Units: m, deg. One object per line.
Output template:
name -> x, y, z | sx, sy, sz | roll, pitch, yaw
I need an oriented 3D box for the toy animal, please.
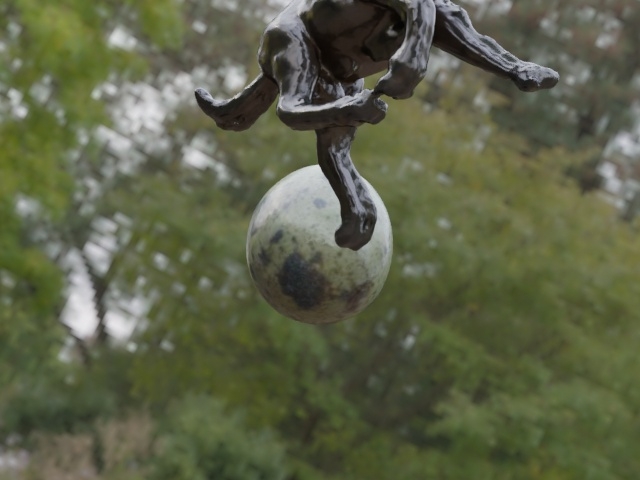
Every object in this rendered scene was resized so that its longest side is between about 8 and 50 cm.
toy animal -> 0.033, -0.107, 0.997 | 0.084, 0.148, 0.233 | 25, -53, -38

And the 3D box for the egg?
egg -> 0.000, 0.000, 1.765 | 0.141, 0.181, 0.141 | 4, -54, 6
